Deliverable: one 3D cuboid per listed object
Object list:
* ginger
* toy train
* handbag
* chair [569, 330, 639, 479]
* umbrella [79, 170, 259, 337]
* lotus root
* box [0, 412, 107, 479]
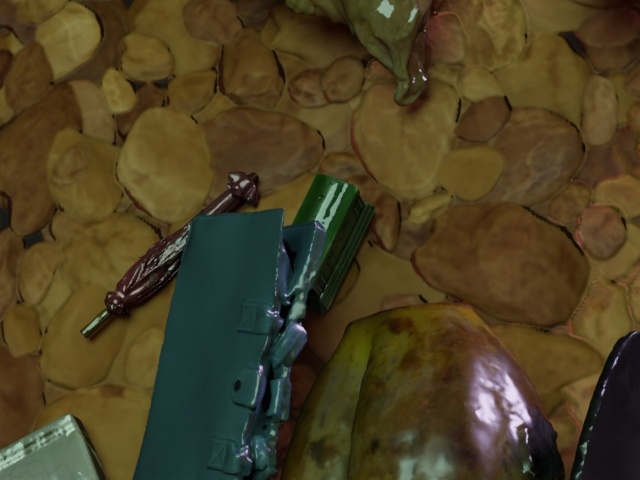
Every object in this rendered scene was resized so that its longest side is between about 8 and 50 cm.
[{"bbox_3d":[0.024,-0.229,1.313,0.218,0.123,0.270,-10,62,10],"label":"ginger"},{"bbox_3d":[0.000,0.000,1.245,0.038,0.056,0.093,21,75,21],"label":"toy train"},{"bbox_3d":[-0.056,0.091,1.150,0.144,0.057,0.221,-5,70,65],"label":"handbag"},{"bbox_3d":[0.335,0.188,0.951,0.401,0.226,0.227,10,68,21],"label":"chair"},{"bbox_3d":[-0.105,0.009,1.295,0.165,0.025,0.027,-43,38,-8],"label":"umbrella"},{"bbox_3d":[0.060,0.167,1.074,0.193,0.193,0.291,-5,61,16],"label":"lotus root"},{"bbox_3d":[-0.172,0.220,1.208,0.109,0.029,0.198,-29,60,2],"label":"box"}]
